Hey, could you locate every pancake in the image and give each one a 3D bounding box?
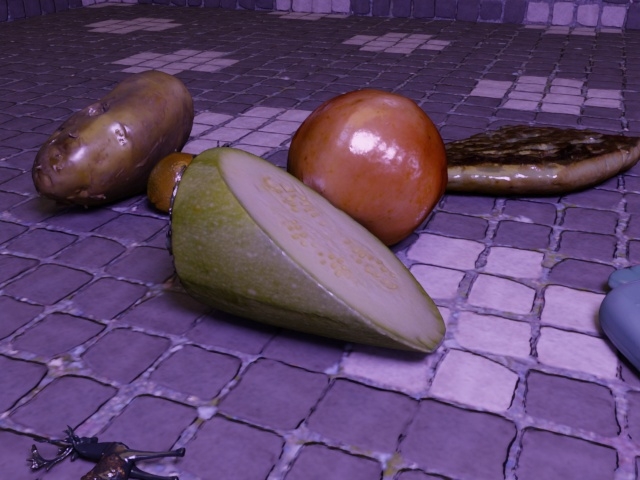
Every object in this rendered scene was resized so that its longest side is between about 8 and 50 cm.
[{"bbox_3d":[0.292,-0.129,1.109,0.427,0.066,0.305,-13,22,-22],"label":"pancake"}]

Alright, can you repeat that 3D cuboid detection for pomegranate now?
[{"bbox_3d":[0.061,-0.087,0.854,0.209,0.209,0.209,0,26,0],"label":"pomegranate"}]

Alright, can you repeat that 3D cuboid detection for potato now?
[{"bbox_3d":[-0.294,-0.138,0.994,0.141,0.192,0.296,47,40,-3],"label":"potato"}]

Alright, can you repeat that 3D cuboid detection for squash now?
[{"bbox_3d":[0.000,0.000,0.689,0.261,0.189,0.189,7,27,23],"label":"squash"}]

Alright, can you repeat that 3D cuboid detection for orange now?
[{"bbox_3d":[-0.203,-0.081,0.971,0.095,0.085,0.085,-35,38,-17],"label":"orange"}]

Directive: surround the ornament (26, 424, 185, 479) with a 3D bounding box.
[{"bbox_3d":[-0.172,0.175,0.517,0.125,0.028,0.073,9,27,14],"label":"ornament"}]

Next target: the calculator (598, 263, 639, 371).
[{"bbox_3d":[0.380,0.095,0.652,0.186,0.041,0.299,-4,28,-8],"label":"calculator"}]
